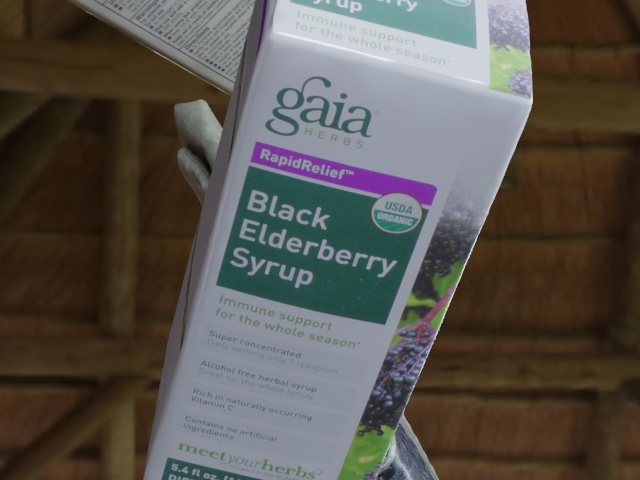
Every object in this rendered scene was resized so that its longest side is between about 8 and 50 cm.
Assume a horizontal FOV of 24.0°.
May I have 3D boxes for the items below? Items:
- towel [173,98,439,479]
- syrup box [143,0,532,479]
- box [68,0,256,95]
[{"bbox_3d":[0.006,0.093,0.998,0.056,0.324,0.312,-31,-53,2],"label":"towel"},{"bbox_3d":[0.000,0.000,0.593,0.093,0.096,0.237,13,-50,-7],"label":"syrup box"},{"bbox_3d":[-0.064,-0.204,1.124,0.148,0.121,0.311,-41,-41,18],"label":"box"}]
